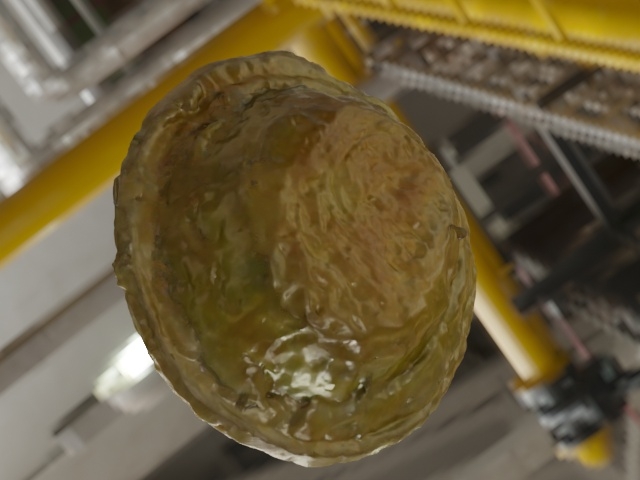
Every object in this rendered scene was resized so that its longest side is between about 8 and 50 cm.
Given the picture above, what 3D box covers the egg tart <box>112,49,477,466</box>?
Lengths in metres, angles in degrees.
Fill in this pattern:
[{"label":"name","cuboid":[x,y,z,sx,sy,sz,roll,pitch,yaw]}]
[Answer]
[{"label":"egg tart","cuboid":[0.000,0.000,1.424,0.319,0.319,0.128,-48,-172,-33]}]
